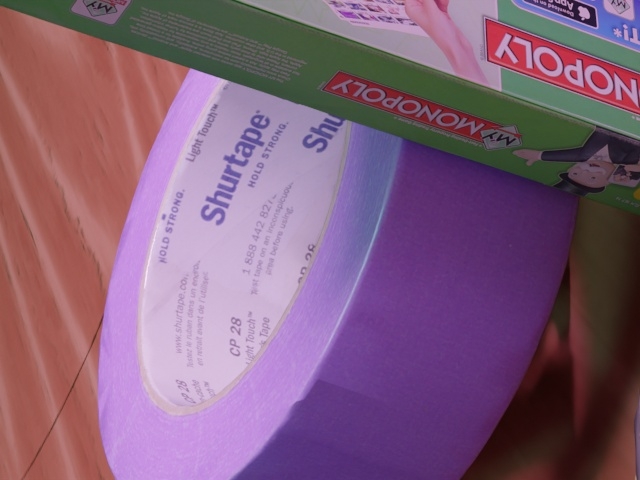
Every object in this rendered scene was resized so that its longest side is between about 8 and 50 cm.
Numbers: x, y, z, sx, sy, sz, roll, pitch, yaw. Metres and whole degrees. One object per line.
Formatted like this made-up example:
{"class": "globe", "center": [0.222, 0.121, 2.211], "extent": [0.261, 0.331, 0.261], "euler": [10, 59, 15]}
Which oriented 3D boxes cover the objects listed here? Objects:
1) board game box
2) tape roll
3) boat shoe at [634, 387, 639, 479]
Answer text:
{"class": "board game box", "center": [0.031, -0.140, 0.775], "extent": [0.046, 0.317, 0.213], "euler": [-42, 39, 49]}
{"class": "tape roll", "center": [0.000, 0.000, 0.887], "extent": [0.275, 0.090, 0.274], "euler": [-46, 33, 42]}
{"class": "boat shoe", "center": [0.149, 0.069, 0.691], "extent": [0.069, 0.081, 0.227], "euler": [-32, 39, 57]}
